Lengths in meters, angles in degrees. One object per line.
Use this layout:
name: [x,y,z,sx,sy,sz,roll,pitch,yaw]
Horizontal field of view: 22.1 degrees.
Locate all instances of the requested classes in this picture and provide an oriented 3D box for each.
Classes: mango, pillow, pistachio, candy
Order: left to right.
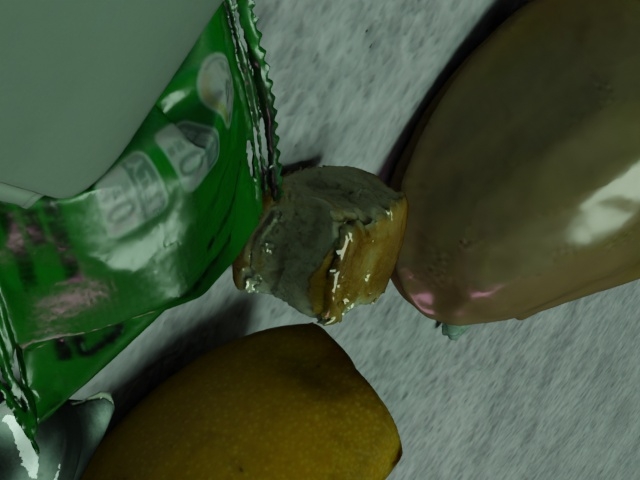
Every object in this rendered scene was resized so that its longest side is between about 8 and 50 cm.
pillow: [-0.160,0.131,0.812,0.091,0.055,0.135,19,105,-34]
candy: [-0.079,-0.011,0.739,0.203,0.078,0.141,-46,158,-34]
mango: [-0.070,0.200,0.896,0.144,0.187,0.359,123,-15,-61]
pistachio: [0.153,-0.056,1.062,0.260,0.163,0.212,-27,111,-15]

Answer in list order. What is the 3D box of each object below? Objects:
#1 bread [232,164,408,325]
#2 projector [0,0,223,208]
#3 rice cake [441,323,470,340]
bread: [-0.001,-0.002,0.918,0.083,0.077,0.070,-19,128,-55]
projector: [-0.091,-0.145,0.478,0.250,0.108,0.198,-55,159,7]
rice cake: [0.138,0.036,1.325,0.121,0.021,0.022,-44,151,-29]
